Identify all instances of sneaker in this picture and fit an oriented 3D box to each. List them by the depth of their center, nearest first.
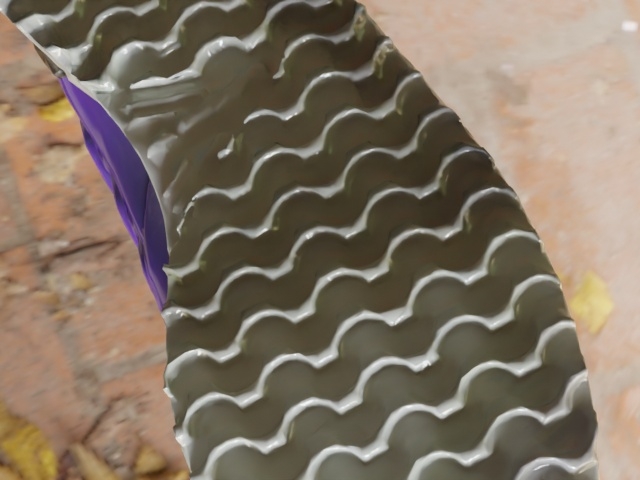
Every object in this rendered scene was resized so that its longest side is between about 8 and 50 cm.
[{"bbox_3d":[0.001,-0.001,0.525,0.102,0.146,0.293,-28,65,3],"label":"sneaker"}]
